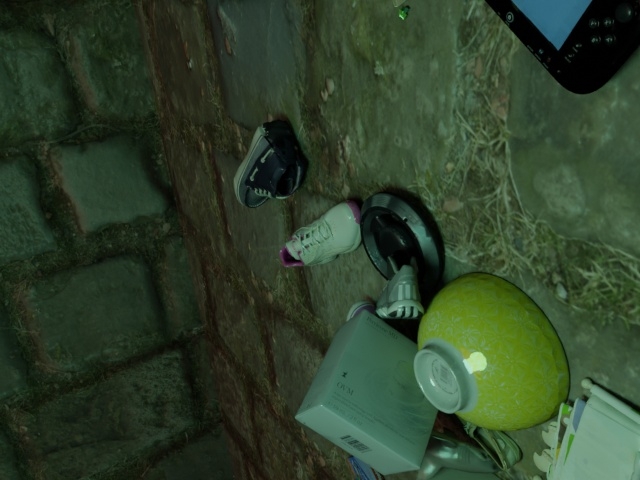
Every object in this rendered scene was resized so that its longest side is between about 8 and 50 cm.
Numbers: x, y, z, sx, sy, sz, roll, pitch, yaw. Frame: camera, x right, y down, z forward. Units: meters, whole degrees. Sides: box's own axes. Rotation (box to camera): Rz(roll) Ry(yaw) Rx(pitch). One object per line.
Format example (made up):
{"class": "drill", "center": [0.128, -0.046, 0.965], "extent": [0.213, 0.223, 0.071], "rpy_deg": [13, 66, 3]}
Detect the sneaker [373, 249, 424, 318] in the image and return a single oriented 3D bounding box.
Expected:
{"class": "sneaker", "center": [0.158, 0.088, 1.066], "extent": [0.229, 0.086, 0.132], "rpy_deg": [116, 155, -80]}

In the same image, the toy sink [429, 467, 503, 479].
{"class": "toy sink", "center": [0.315, 0.561, 1.060], "extent": [0.234, 0.152, 0.131], "rpy_deg": [21, 125, 54]}

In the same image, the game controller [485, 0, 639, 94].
{"class": "game controller", "center": [0.275, -0.335, 0.668], "extent": [0.319, 0.067, 0.166], "rpy_deg": [60, 150, 21]}

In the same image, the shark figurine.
{"class": "shark figurine", "center": [0.214, 0.435, 1.126], "extent": [0.278, 0.166, 0.116], "rpy_deg": [10, 78, 55]}

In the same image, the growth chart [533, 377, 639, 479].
{"class": "growth chart", "center": [0.413, 0.331, 0.818], "extent": [0.172, 0.021, 0.237], "rpy_deg": [45, 130, 53]}

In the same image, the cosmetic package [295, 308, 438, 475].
{"class": "cosmetic package", "center": [0.110, 0.301, 1.075], "extent": [0.224, 0.225, 0.138], "rpy_deg": [34, 143, -6]}

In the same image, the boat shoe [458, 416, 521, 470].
{"class": "boat shoe", "center": [0.317, 0.379, 1.051], "extent": [0.153, 0.048, 0.056], "rpy_deg": [43, 141, 42]}

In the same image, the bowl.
{"class": "bowl", "center": [0.259, 0.215, 0.943], "extent": [0.289, 0.156, 0.290], "rpy_deg": [38, 137, 46]}

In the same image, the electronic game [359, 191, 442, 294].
{"class": "electronic game", "center": [0.160, 0.008, 1.107], "extent": [0.229, 0.048, 0.229], "rpy_deg": [40, 146, 35]}

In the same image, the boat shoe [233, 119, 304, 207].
{"class": "boat shoe", "center": [-0.144, -0.155, 1.467], "extent": [0.158, 0.127, 0.341], "rpy_deg": [66, 152, 25]}

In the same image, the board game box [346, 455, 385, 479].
{"class": "board game box", "center": [0.174, 0.756, 1.568], "extent": [0.281, 0.027, 0.145], "rpy_deg": [62, 150, 17]}

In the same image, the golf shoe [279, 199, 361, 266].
{"class": "golf shoe", "center": [0.000, 0.000, 1.298], "extent": [0.115, 0.140, 0.306], "rpy_deg": [66, 151, 12]}

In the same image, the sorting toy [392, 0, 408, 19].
{"class": "sorting toy", "center": [0.140, -0.423, 0.915], "extent": [0.062, 0.012, 0.083], "rpy_deg": [-7, 100, 62]}

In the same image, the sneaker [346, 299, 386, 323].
{"class": "sneaker", "center": [0.119, 0.301, 1.284], "extent": [0.161, 0.102, 0.282], "rpy_deg": [-135, 36, -52]}
